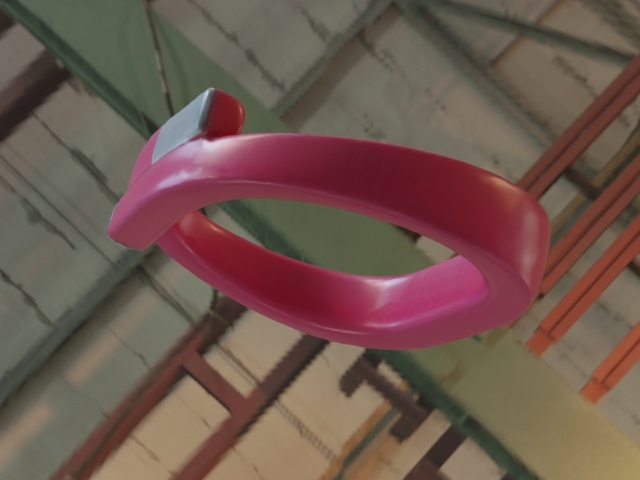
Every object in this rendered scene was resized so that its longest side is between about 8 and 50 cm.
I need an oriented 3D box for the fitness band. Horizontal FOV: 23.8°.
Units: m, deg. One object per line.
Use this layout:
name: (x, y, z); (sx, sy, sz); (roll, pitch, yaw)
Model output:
fitness band: (0.000, 0.000, 0.828); (0.209, 0.291, 0.054); (24, -108, -16)
